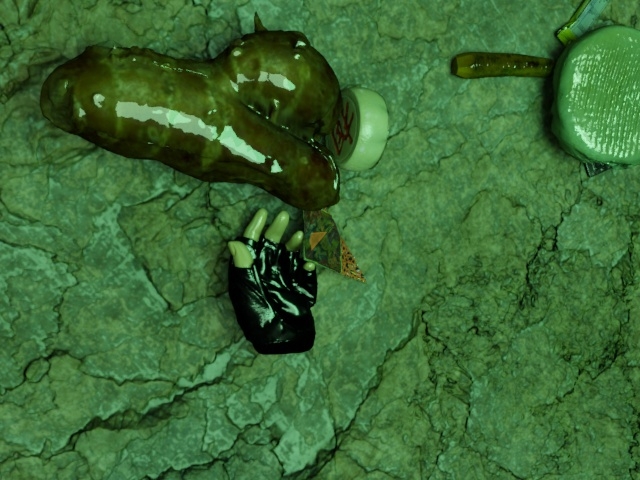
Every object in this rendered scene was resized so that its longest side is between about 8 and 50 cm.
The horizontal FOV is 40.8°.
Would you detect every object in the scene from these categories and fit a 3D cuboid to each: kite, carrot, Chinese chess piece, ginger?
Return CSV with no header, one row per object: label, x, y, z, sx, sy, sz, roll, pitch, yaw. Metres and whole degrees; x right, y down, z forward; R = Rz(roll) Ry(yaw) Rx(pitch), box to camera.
kite,0.001,0.000,1.264,0.008,0.125,0.222,-18,108,34
carrot,0.285,-0.267,1.322,0.170,0.042,0.042,-1,99,-16
Chinese chess piece,0.051,-0.160,1.237,0.051,0.122,0.122,5,98,-25
ginger,-0.152,-0.195,1.159,0.418,0.176,0.254,11,84,-15

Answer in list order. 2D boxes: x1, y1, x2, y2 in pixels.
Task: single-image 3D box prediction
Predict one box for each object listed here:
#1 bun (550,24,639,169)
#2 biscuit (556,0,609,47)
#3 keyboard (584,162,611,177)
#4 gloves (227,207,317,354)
bun,0.446,-0.221,1.332,0.221,0.108,0.221,-1,93,-11
biscuit,0.471,-0.423,1.349,0.048,0.026,0.292,37,89,-21
keyboard,0.518,-0.170,1.409,0.204,0.013,0.061,-24,104,-9
gloves,-0.070,0.055,1.251,0.164,0.124,0.204,13,62,-50
